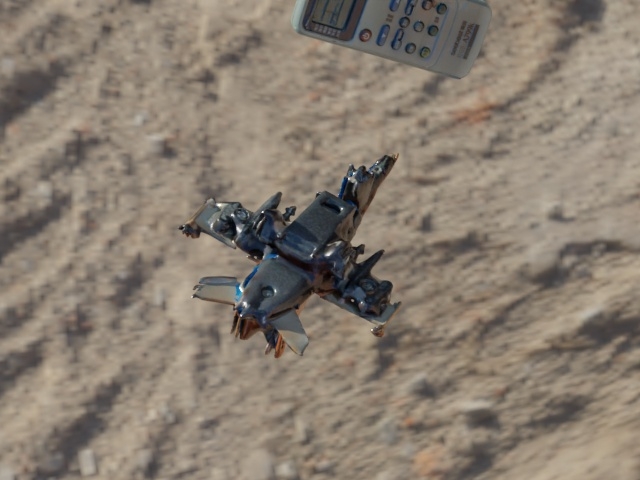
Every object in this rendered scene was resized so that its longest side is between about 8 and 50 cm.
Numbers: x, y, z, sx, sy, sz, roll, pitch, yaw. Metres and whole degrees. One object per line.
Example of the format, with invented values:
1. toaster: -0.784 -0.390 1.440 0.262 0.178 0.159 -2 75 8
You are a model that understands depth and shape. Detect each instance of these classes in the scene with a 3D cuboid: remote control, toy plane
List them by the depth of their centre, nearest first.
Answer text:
1. toy plane: 0.002 -0.007 1.086 0.135 0.188 0.062 30 146 12
2. remote control: 0.043 -0.133 1.099 0.053 0.124 0.018 -68 28 16
